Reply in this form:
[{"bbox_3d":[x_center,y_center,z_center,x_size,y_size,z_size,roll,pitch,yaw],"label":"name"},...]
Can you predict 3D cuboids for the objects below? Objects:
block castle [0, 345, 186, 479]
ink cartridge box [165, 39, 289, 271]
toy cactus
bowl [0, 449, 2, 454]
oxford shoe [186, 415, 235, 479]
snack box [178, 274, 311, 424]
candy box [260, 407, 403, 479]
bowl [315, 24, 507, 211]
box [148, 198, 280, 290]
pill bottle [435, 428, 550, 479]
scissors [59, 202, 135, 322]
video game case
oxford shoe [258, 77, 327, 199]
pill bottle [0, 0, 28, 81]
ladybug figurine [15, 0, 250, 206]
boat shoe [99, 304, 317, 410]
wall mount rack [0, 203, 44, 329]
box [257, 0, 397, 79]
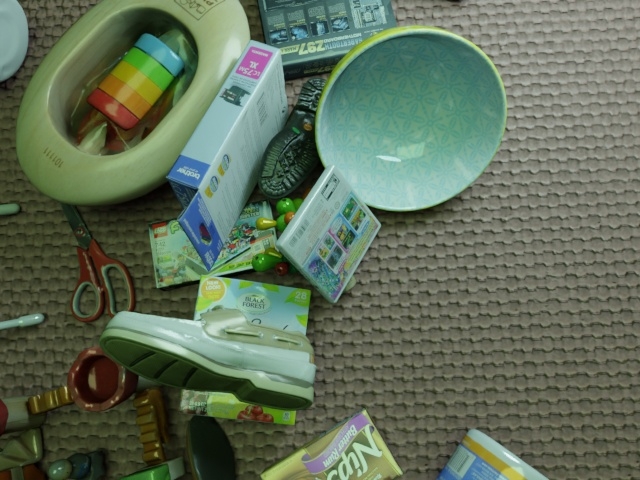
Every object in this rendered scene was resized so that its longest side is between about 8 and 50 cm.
[{"bbox_3d":[-0.340,0.396,0.789,0.303,0.213,0.453,-18,77,8],"label":"block castle"},{"bbox_3d":[-0.139,-0.126,0.894,0.065,0.186,0.311,19,68,10],"label":"ink cartridge box"},{"bbox_3d":[0.000,0.000,0.930,0.219,0.112,0.180,-43,101,-34],"label":"toy cactus"},{"bbox_3d":[-0.578,0.382,0.891,0.170,0.080,0.170,-1,78,4],"label":"bowl"},{"bbox_3d":[-0.169,0.371,0.883,0.076,0.076,0.212,-36,64,34],"label":"oxford shoe"},{"bbox_3d":[-0.115,0.168,0.904,0.174,0.070,0.207,8,77,-8],"label":"snack box"},{"bbox_3d":[0.018,0.349,0.883,0.186,0.053,0.109,-30,78,-2],"label":"candy box"},{"bbox_3d":[0.128,-0.207,0.927,0.289,0.289,0.156,-10,35,1],"label":"bowl"},{"bbox_3d":[-0.174,0.007,0.972,0.207,0.036,0.114,-12,78,0],"label":"box"},{"bbox_3d":[0.199,0.416,0.809,0.152,0.152,0.272,35,82,9],"label":"pill bottle"},{"bbox_3d":[-0.391,-0.001,0.996,0.109,0.021,0.297,-17,77,2],"label":"scissors"},{"bbox_3d":[0.017,-0.009,0.883,0.019,0.143,0.157,4,54,47],"label":"video game case"},{"bbox_3d":[-0.038,-0.154,0.968,0.082,0.096,0.227,29,66,-4],"label":"oxford shoe"},{"bbox_3d":[-0.681,-0.388,1.017,0.283,0.160,0.160,18,80,6],"label":"pill bottle"},{"bbox_3d":[-0.287,-0.240,0.966,0.305,0.162,0.449,41,83,11],"label":"ladybug figurine"},{"bbox_3d":[-0.144,0.147,0.802,0.302,0.113,0.103,24,52,-26],"label":"boat shoe"},{"bbox_3d":[-0.639,0.074,0.942,0.304,0.130,0.350,-19,78,2],"label":"wall mount rack"},{"bbox_3d":[0.010,-0.395,1.037,0.232,0.059,0.183,-12,78,0],"label":"box"}]
